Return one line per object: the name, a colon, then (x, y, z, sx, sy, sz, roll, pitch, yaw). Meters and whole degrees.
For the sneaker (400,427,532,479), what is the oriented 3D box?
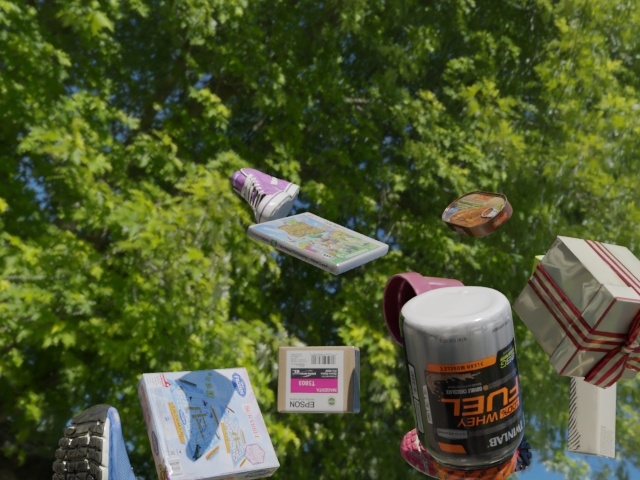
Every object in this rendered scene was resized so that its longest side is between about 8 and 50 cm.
sneaker: (0.318, 0.484, 1.521, 0.299, 0.121, 0.112, 9, -28, -14)

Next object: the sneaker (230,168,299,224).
sneaker: (-0.151, -0.101, 1.603, 0.161, 0.282, 0.102, 25, -77, 0)

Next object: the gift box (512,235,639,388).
gift box: (0.638, 0.154, 1.505, 0.276, 0.258, 0.255, 4, -55, -21)

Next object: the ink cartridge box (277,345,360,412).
ink cartridge box: (-0.005, 0.410, 2.004, 0.234, 0.193, 0.088, -3, -14, 14)

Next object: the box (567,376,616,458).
box: (0.790, 0.484, 1.971, 0.113, 0.275, 0.094, 24, -23, -37)

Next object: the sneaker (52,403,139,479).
sneaker: (-0.344, 0.433, 1.134, 0.129, 0.147, 0.330, -3, -87, 34)

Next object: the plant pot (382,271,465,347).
plant pot: (0.292, 0.177, 1.816, 0.180, 0.201, 0.201, -6, -31, -24)

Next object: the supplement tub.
supplement tub: (0.271, 0.273, 1.283, 0.207, 0.207, 0.338, -1, -73, 35)

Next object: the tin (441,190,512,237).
tin: (0.332, -0.057, 1.442, 0.040, 0.106, 0.189, 47, -6, -19)

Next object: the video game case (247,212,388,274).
video game case: (0.000, 0.000, 1.269, 0.193, 0.212, 0.023, 23, -70, 25)

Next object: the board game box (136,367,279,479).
board game box: (-0.305, 0.500, 1.834, 0.318, 0.319, 0.066, 4, -45, -35)

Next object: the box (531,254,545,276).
box: (0.586, 0.140, 1.753, 0.109, 0.042, 0.178, -136, -134, -59)
